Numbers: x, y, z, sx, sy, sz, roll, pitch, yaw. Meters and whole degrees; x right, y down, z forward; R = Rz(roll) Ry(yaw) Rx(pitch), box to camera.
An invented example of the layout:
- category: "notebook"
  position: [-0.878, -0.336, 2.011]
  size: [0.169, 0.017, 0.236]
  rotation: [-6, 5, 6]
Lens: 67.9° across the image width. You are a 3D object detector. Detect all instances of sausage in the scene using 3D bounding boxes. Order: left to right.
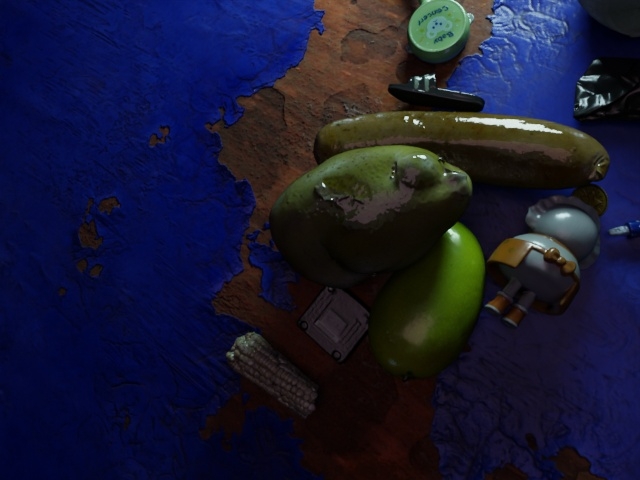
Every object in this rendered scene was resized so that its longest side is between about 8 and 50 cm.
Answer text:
- category: "sausage"
  position: [0.221, -0.162, 0.837]
  size: [0.501, 0.123, 0.136]
  rotation: [6, 51, 21]

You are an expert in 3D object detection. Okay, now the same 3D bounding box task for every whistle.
- category: "whistle"
  position: [0.511, -0.020, 0.767]
  size: [0.083, 0.029, 0.033]
  rotation: [-10, 43, 15]

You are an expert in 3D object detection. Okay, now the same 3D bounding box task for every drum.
- category: "drum"
  position: [0.189, -0.453, 0.929]
  size: [0.130, 0.049, 0.253]
  rotation: [-37, 72, 13]

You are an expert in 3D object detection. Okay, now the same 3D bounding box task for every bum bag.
- category: "bum bag"
  position: [0.548, -0.240, 0.761]
  size: [0.248, 0.060, 0.123]
  rotation: [11, 88, 22]

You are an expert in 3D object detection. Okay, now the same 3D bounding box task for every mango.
- category: "mango"
  position: [0.187, 0.100, 0.821]
  size: [0.175, 0.143, 0.293]
  rotation: [19, 80, 29]

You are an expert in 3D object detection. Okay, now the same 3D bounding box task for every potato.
- category: "potato"
  position: [0.077, -0.045, 0.784]
  size: [0.351, 0.202, 0.218]
  rotation: [-23, 105, 35]

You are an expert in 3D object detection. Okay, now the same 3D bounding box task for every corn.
- category: "corn"
  position: [-0.089, 0.263, 0.938]
  size: [0.211, 0.087, 0.087]
  rotation: [33, 96, 15]

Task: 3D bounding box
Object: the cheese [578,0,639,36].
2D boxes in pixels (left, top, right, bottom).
- category: "cheese"
  position: [0.482, -0.438, 0.746]
  size: [0.154, 0.198, 0.189]
  rotation: [-19, 68, 21]

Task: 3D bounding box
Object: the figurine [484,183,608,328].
- category: "figurine"
  position: [0.366, 0.019, 0.756]
  size: [0.143, 0.143, 0.271]
  rotation: [42, 98, 20]

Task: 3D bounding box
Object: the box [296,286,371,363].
- category: "box"
  position: [0.031, 0.157, 0.929]
  size: [0.126, 0.027, 0.125]
  rotation: [39, 98, 20]

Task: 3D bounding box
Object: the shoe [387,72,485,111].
- category: "shoe"
  position: [0.218, -0.282, 0.889]
  size: [0.179, 0.071, 0.049]
  rotation: [14, 88, 16]
